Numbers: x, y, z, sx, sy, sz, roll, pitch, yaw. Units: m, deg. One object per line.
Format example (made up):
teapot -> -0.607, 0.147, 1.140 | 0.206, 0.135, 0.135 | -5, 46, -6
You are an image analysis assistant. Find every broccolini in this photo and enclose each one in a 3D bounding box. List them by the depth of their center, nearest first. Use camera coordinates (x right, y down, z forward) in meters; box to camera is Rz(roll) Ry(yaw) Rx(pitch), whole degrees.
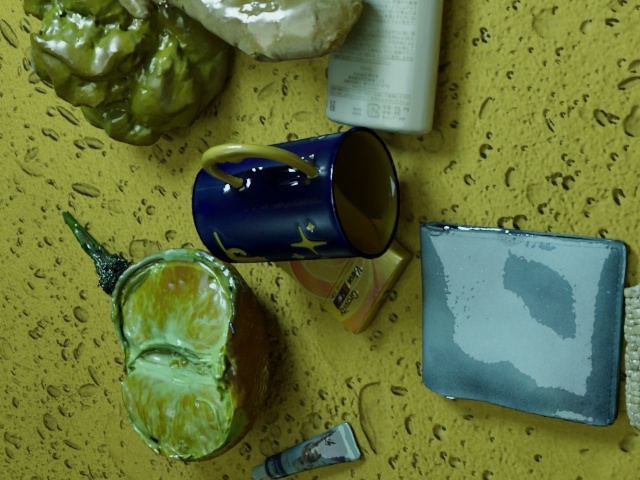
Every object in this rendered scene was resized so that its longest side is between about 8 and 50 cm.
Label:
broccolini -> -0.405, 0.011, 1.811 | 0.074, 0.058, 0.201 | -49, 56, 17

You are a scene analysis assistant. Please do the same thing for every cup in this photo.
cup -> -0.058, -0.084, 1.382 | 0.256, 0.178, 0.255 | -4, 132, 33

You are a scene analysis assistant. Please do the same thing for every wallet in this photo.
wallet -> 0.263, 0.106, 1.352 | 0.290, 0.054, 0.251 | 6, 105, 32

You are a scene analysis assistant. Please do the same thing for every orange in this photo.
orange -> -0.205, 0.174, 1.607 | 0.262, 0.196, 0.335 | -5, 102, 21

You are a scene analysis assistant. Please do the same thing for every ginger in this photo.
ginger -> -0.150, -0.358, 1.371 | 0.348, 0.122, 0.363 | -22, 73, 1

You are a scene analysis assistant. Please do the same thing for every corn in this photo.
corn -> 0.415, 0.140, 1.240 | 0.087, 0.087, 0.211 | -5, 94, 35

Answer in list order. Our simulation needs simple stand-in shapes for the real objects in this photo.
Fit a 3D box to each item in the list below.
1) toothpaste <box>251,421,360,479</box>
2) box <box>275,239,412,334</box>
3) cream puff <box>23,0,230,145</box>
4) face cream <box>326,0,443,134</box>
toothpaste -> -0.028, 0.352, 1.622 | 0.216, 0.037, 0.062 | -25, 84, 31
box -> 0.000, 0.000, 1.515 | 0.269, 0.043, 0.152 | 41, 119, 20
cream puff -> -0.320, -0.307, 1.545 | 0.291, 0.257, 0.324 | 24, 113, 32
face cream -> 0.089, -0.326, 1.357 | 0.173, 0.081, 0.349 | 13, 108, 35
